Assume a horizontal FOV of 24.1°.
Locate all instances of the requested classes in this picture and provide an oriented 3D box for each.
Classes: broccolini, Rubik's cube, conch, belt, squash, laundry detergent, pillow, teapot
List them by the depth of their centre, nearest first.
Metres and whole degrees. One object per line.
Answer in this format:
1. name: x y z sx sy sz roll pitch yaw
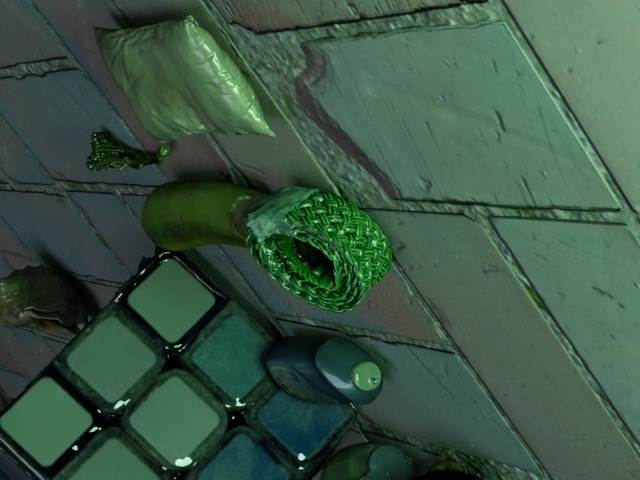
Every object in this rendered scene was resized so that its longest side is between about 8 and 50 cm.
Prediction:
1. pillow: -0.141 -0.160 1.502 0.148 0.050 0.230 50 156 -25
2. belt: 0.000 0.000 1.509 0.151 0.079 0.121 22 141 24
3. squash: -0.127 -0.027 1.688 0.250 0.083 0.083 2 133 56
4. broccolini: -0.218 -0.104 1.782 0.052 0.054 0.194 22 167 -36
5. laundry detergent: 0.012 0.158 1.788 0.096 0.061 0.206 53 158 -14
6. teapot: 0.052 0.302 1.896 0.149 0.111 0.108 8 151 -28
7. Rubik's cube: -0.205 0.274 2.007 0.363 0.362 0.359 43 157 3
8. conch: -0.456 0.118 2.491 0.155 0.130 0.207 42 178 45

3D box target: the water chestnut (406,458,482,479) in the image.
1. water chestnut: 0.132 0.385 1.760 0.224 0.224 0.238 146 112 -69
